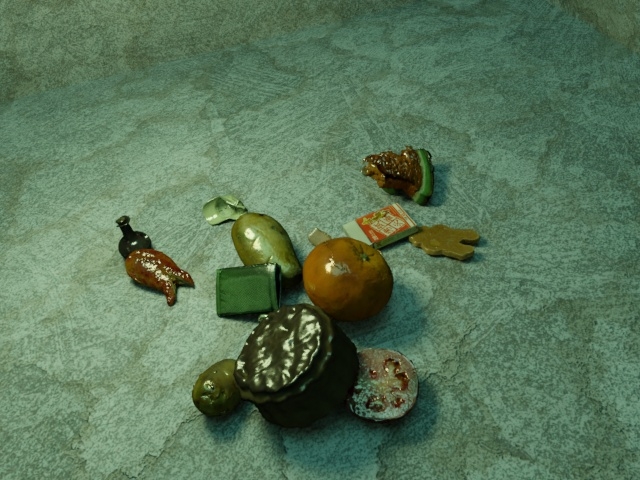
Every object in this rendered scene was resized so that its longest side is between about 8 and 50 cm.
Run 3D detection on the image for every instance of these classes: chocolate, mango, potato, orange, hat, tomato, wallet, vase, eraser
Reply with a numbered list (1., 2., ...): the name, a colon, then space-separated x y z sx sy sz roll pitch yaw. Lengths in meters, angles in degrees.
1. chocolate: 0.000 0.000 1.907 0.100 0.031 0.064 32 75 38
2. mango: -0.185 0.041 1.817 0.176 0.175 0.329 -39 65 19
3. potato: -0.283 0.415 1.481 0.137 0.137 0.176 24 33 29
4. orange: 0.083 0.122 1.616 0.283 0.226 0.284 20 30 -12
5. hat: -0.373 -0.116 2.066 0.166 0.081 0.122 -29 86 1
6. tomato: 0.161 0.404 1.442 0.225 0.085 0.225 -4 45 3
7. wallet: -0.235 0.160 1.707 0.236 0.055 0.160 -8 74 26
8. vase: -0.692 -0.011 1.921 0.120 0.183 0.120 -5 46 5
9. eraser: 0.211 -0.044 1.894 0.230 0.038 0.157 -23 41 -8

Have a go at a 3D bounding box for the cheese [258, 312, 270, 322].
1. cheese: -0.071 0.252 1.656 0.235 0.050 0.127 -17 42 -10

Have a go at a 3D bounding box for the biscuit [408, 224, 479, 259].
1. biscuit: 0.424 0.000 1.833 0.236 0.040 0.144 10 40 27

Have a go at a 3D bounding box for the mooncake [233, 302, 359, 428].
1. mooncake: -0.071 0.326 1.426 0.324 0.187 0.324 -23 37 19

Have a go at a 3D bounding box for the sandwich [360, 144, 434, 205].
1. sandwich: 0.283 -0.247 2.016 0.301 0.162 0.250 11 54 -22

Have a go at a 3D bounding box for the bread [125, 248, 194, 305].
1. bread: -0.569 0.110 1.846 0.269 0.095 0.139 27 62 25
